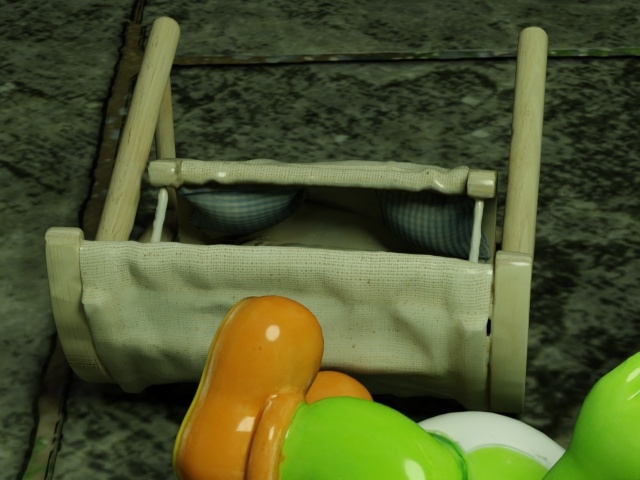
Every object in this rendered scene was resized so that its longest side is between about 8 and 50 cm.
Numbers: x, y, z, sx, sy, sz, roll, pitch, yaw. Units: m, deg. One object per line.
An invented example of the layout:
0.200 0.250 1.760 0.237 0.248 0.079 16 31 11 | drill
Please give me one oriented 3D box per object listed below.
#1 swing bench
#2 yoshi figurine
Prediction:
0.000 0.000 0.992 0.253 0.165 0.254 4 37 8 | swing bench
0.129 0.116 0.770 0.362 0.203 0.203 20 31 26 | yoshi figurine
